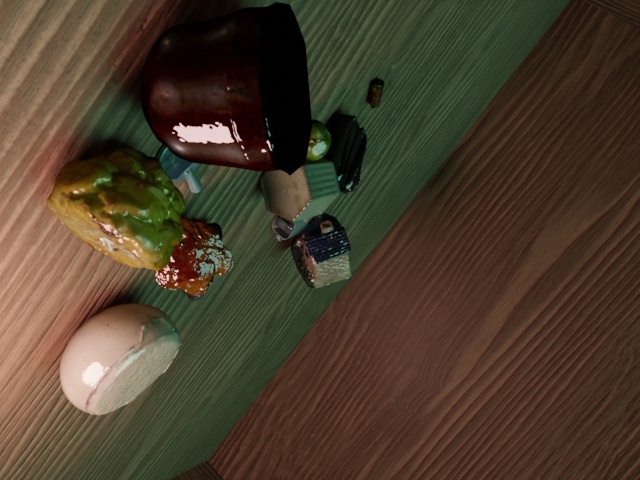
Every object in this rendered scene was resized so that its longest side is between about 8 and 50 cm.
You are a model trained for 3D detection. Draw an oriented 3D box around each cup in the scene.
[{"bbox_3d":[-0.131,-0.057,2.265,0.129,0.095,0.128,-20,146,-56],"label":"cup"}]

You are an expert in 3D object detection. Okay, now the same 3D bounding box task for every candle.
[{"bbox_3d":[0.216,-0.571,2.134,0.052,0.052,0.131,-39,158,-28],"label":"candle"}]

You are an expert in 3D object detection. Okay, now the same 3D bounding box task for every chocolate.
[{"bbox_3d":[-0.220,-0.324,1.227,0.383,0.331,0.384,-1,90,-74],"label":"chocolate"}]

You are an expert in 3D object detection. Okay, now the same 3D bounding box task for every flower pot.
[{"bbox_3d":[-0.392,-0.018,1.786,0.111,0.111,0.089,-52,145,8],"label":"flower pot"},{"bbox_3d":[-0.074,-0.193,1.939,0.239,0.209,0.189,-45,166,35],"label":"flower pot"}]

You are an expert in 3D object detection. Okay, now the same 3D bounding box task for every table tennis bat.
[{"bbox_3d":[-0.384,-0.208,1.535,0.149,0.038,0.237,-44,157,-16],"label":"table tennis bat"}]

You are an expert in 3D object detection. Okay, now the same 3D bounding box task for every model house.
[{"bbox_3d":[0.003,0.000,2.385,0.243,0.298,0.284,-15,138,-13],"label":"model house"}]

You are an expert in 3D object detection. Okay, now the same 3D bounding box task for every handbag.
[{"bbox_3d":[0.100,-0.330,2.118,0.285,0.113,0.257,42,60,-71],"label":"handbag"}]

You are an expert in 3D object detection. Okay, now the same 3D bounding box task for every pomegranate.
[{"bbox_3d":[-0.047,-0.357,1.872,0.122,0.169,0.143,30,110,-34],"label":"pomegranate"}]

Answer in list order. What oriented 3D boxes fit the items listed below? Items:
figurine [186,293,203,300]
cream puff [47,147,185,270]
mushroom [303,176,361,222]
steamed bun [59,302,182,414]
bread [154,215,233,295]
[{"bbox_3d":[-0.468,0.193,2.037,0.067,0.071,0.083,8,122,-18],"label":"figurine"},{"bbox_3d":[-0.447,-0.096,1.278,0.257,0.291,0.324,-65,148,-26],"label":"cream puff"},{"bbox_3d":[0.060,-0.231,2.315,0.397,0.126,0.177,-34,157,-42],"label":"mushroom"},{"bbox_3d":[-0.637,0.347,1.693,0.374,0.241,0.374,-47,165,-17],"label":"steamed bun"},{"bbox_3d":[-0.412,0.044,1.659,0.232,0.247,0.135,-42,-156,-7],"label":"bread"}]
